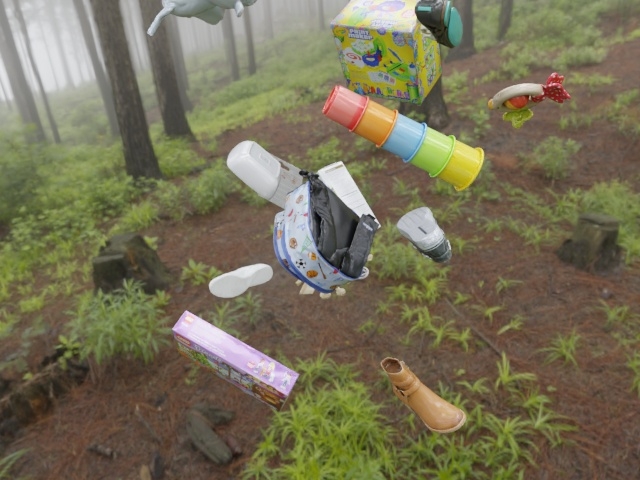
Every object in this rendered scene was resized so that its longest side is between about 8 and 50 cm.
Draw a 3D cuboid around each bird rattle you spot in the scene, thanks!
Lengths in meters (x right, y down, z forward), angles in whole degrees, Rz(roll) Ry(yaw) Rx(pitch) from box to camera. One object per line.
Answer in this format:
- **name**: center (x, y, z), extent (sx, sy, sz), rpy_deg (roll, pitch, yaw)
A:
- **bird rattle**: center (0.690, -0.472, 1.824), extent (0.207, 0.143, 0.253), rpy_deg (-2, -2, -22)

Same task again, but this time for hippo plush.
- **hippo plush**: center (-0.279, -0.666, 1.350), extent (0.237, 0.234, 0.294), rpy_deg (1, 25, 32)

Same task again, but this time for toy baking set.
- **toy baking set**: center (0.047, 0.114, 1.763), extent (0.197, 0.030, 0.256), rpy_deg (20, 49, 41)

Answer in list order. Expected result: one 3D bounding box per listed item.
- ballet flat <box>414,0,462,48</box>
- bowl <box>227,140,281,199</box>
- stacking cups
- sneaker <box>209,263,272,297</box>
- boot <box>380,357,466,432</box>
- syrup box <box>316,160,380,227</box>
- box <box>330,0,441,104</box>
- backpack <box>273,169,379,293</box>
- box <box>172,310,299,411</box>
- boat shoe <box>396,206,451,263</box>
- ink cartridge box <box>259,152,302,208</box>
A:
- **ballet flat**: center (0.300, -0.564, 1.388), extent (0.096, 0.095, 0.280), rpy_deg (13, 8, 20)
- **bowl**: center (-0.150, -0.179, 1.304), extent (0.053, 0.142, 0.142), rpy_deg (-43, 19, 23)
- **stacking cups**: center (0.158, -0.201, 1.041), extent (0.316, 0.096, 0.096), rpy_deg (24, 21, -14)
- **sneaker**: center (-0.267, 0.124, 1.763), extent (0.212, 0.080, 0.094), rpy_deg (-15, 21, -26)
- **boot**: center (0.221, 0.342, 1.212), extent (0.073, 0.152, 0.197), rpy_deg (-42, 21, -25)
- **syrup box**: center (0.070, -0.108, 1.630), extent (0.096, 0.236, 0.093), rpy_deg (-27, -8, -27)
- **box**: center (0.225, -0.634, 1.803), extent (0.290, 0.279, 0.177), rpy_deg (20, 62, 29)
- **backpack**: center (0.000, 0.000, 1.414), extent (0.213, 0.277, 0.263), rpy_deg (-39, 33, 29)
- **box**: center (-0.200, 0.288, 1.265), extent (0.293, 0.201, 0.057), rpy_deg (28, 61, 6)
- **boat shoe**: center (0.325, -0.010, 1.704), extent (0.121, 0.119, 0.335), rpy_deg (-30, 16, 10)
- **ink cartridge box**: center (-0.127, -0.207, 1.865), extent (0.181, 0.224, 0.056), rpy_deg (29, 51, 16)
